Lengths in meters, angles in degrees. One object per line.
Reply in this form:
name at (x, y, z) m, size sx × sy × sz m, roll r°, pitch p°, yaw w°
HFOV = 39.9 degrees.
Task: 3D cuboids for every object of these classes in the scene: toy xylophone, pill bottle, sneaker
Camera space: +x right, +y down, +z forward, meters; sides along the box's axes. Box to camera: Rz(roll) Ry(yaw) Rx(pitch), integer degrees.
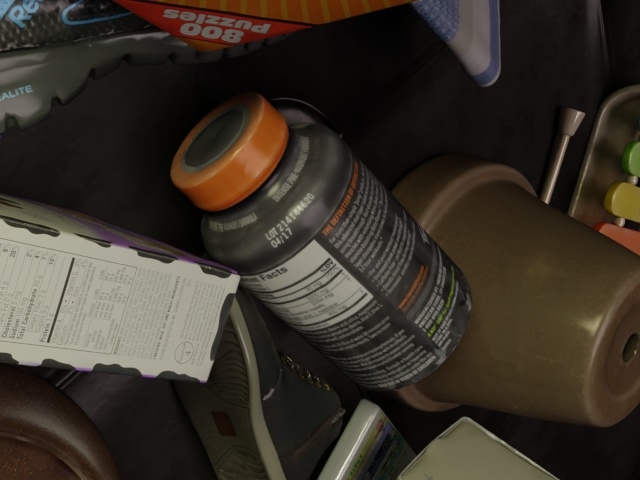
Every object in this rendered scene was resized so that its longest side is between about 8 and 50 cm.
toy xylophone at (0.353, -0.042, 1.070) m, size 0.236 × 0.081 × 0.323 m, roll -2°, pitch 105°, yaw -45°
pill bottle at (0.000, 0.000, 0.669) m, size 0.246 × 0.130 × 0.130 m, roll 45°, pitch 71°, yaw -32°
sneaker at (-0.111, -0.168, 0.512) m, size 0.341 × 0.125 × 0.140 m, roll -32°, pitch 122°, yaw -36°
sneaker at (-0.050, 0.110, 0.728) m, size 0.118 × 0.083 × 0.222 m, roll -43°, pitch 129°, yaw -49°

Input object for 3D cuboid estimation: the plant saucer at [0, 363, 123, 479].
plant saucer at (-0.230, 0.226, 0.532) m, size 0.310 × 0.050 × 0.311 m, roll 0°, pitch 90°, yaw -49°

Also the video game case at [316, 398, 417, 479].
video game case at (0.020, 0.275, 0.848) m, size 0.212 × 0.023 × 0.193 m, roll -59°, pitch 151°, yaw -16°

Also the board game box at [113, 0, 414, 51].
board game box at (0.001, -0.320, 0.279) m, size 0.356 × 0.356 × 0.356 m, roll 19°, pitch 68°, yaw -58°

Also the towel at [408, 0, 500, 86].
towel at (0.062, -0.263, 0.660) m, size 0.285 × 0.034 × 0.209 m, roll 31°, pitch 53°, yaw -48°

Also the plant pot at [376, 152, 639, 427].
plant pot at (0.189, 0.065, 0.833) m, size 0.263 × 0.229 × 0.263 m, roll -18°, pitch 117°, yaw -39°

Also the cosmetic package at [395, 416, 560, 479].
cosmetic package at (0.107, 0.341, 0.849) m, size 0.153 × 0.129 × 0.296 m, roll -21°, pitch 137°, yaw -53°

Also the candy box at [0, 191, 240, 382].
candy box at (-0.174, 0.014, 0.483) m, size 0.196 × 0.164 × 0.070 m, roll 16°, pitch 91°, yaw -47°
